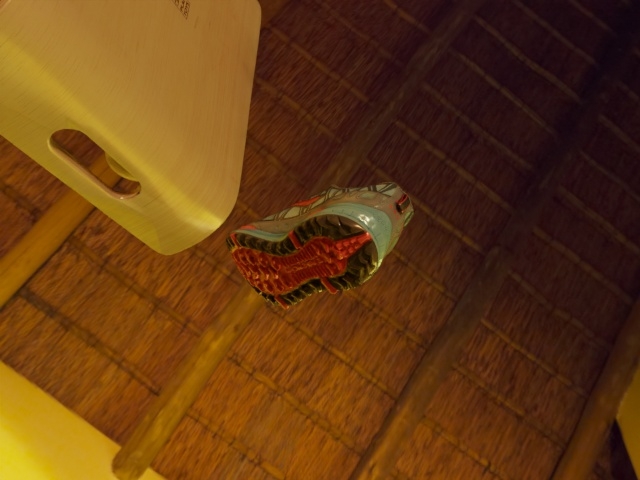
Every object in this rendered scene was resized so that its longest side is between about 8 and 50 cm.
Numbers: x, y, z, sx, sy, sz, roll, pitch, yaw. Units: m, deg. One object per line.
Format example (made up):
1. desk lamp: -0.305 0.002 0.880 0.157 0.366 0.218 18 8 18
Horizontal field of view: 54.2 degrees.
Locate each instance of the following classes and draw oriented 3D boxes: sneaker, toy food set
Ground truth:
1. sneaker: 0.000 0.000 0.687 0.262 0.125 0.104 -9 -65 51
2. toy food set: -0.145 -0.170 0.480 0.092 0.306 0.219 -12 -33 21
